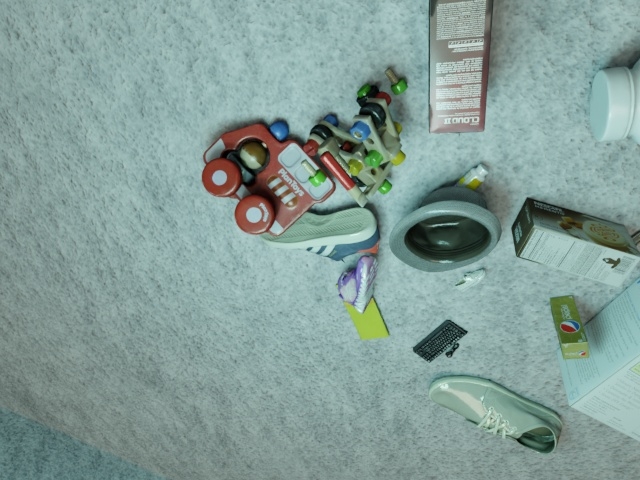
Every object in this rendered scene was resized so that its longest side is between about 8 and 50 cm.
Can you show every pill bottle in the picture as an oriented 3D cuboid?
[{"bbox_3d":[0.374,-0.149,1.148,0.043,0.043,0.083,35,125,-9],"label":"pill bottle"},{"bbox_3d":[0.714,-0.275,0.883,0.334,0.187,0.187,-3,122,17],"label":"pill bottle"}]

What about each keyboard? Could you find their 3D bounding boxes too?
[{"bbox_3d":[0.386,0.329,1.476,0.108,0.023,0.180,33,126,-7],"label":"keyboard"}]

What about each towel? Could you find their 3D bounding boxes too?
[{"bbox_3d":[0.135,0.220,1.475,0.102,0.021,0.237,-11,119,26],"label":"towel"}]

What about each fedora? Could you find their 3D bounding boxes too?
[{"bbox_3d":[0.312,-0.041,1.171,0.244,0.124,0.275,27,143,-17],"label":"fedora"}]

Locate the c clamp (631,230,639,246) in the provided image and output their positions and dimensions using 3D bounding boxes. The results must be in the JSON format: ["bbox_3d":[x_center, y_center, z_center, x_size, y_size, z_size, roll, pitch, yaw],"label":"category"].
[{"bbox_3d":[0.843,0.006,1.136,0.137,0.022,0.161,39,124,-12],"label":"c clamp"}]

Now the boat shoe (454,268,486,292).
[{"bbox_3d":[0.419,0.108,1.314,0.035,0.035,0.100,34,131,-12],"label":"boat shoe"}]

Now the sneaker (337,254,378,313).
[{"bbox_3d":[0.098,0.119,1.329,0.105,0.095,0.236,26,147,17],"label":"sneaker"}]

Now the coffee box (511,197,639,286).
[{"bbox_3d":[0.605,0.001,1.127,0.247,0.141,0.098,17,126,5],"label":"coffee box"}]

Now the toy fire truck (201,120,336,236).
[{"bbox_3d":[-0.141,-0.167,1.208,0.254,0.169,0.302,-42,88,6],"label":"toy fire truck"}]

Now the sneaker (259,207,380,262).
[{"bbox_3d":[0.000,0.000,1.307,0.350,0.131,0.148,1,146,26],"label":"sneaker"}]

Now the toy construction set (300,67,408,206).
[{"bbox_3d":[0.105,-0.177,1.064,0.258,0.308,0.237,-25,118,36],"label":"toy construction set"}]

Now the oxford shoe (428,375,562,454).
[{"bbox_3d":[0.573,0.568,1.520,0.450,0.130,0.169,21,127,3],"label":"oxford shoe"}]

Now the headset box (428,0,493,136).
[{"bbox_3d":[0.273,-0.359,0.930,0.110,0.218,0.293,1,122,15],"label":"headset box"}]

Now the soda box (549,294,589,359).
[{"bbox_3d":[0.656,0.227,1.236,0.061,0.181,0.058,-11,119,22],"label":"soda box"}]

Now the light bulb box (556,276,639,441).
[{"bbox_3d":[0.899,0.332,1.213,0.358,0.225,0.361,27,125,-2],"label":"light bulb box"}]
